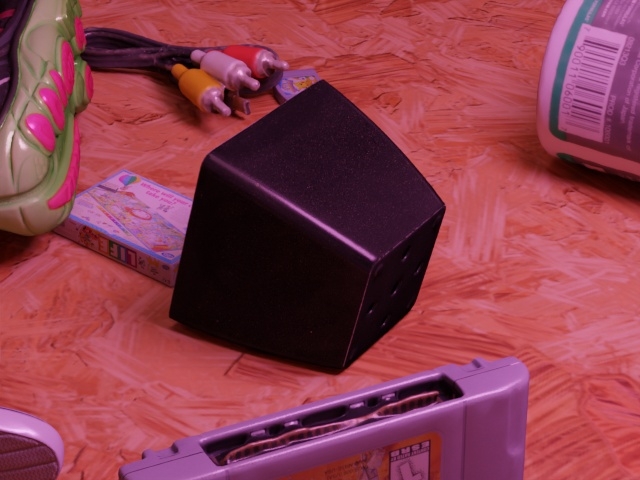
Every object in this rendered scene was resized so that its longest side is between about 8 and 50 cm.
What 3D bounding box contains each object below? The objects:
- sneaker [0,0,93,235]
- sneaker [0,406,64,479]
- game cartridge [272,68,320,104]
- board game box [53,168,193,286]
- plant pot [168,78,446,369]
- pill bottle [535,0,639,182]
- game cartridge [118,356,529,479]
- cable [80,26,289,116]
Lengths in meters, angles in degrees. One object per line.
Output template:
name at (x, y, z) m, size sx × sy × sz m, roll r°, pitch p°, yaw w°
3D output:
sneaker at (-0.340, -0.159, 1.786) m, size 0.202 × 0.185 × 0.483 m, roll -6°, pitch 25°, yaw 0°
sneaker at (-0.324, 0.145, 1.384) m, size 0.258 × 0.094 × 0.091 m, roll 3°, pitch 37°, yaw 2°
game cartridge at (-0.023, -0.166, 1.973) m, size 0.056 × 0.017 × 0.083 m, roll -11°, pitch 34°, yaw -13°
board game box at (-0.167, -0.014, 1.710) m, size 0.154 × 0.026 × 0.103 m, roll 24°, pitch 38°, yaw 30°
plant pot at (0.000, 0.000, 1.567) m, size 0.167 × 0.188 × 0.187 m, roll 30°, pitch 40°, yaw 19°
pill bottle at (0.415, -0.133, 1.771) m, size 0.361 × 0.204 × 0.204 m, roll 19°, pitch 36°, yaw 24°
game cartridge at (0.009, 0.200, 1.217) m, size 0.297 × 0.198 × 0.062 m, roll -14°, pitch 27°, yaw -23°
cable at (-0.156, -0.210, 1.974) m, size 0.287 × 0.072 × 0.139 m, roll 27°, pitch 49°, yaw 32°
